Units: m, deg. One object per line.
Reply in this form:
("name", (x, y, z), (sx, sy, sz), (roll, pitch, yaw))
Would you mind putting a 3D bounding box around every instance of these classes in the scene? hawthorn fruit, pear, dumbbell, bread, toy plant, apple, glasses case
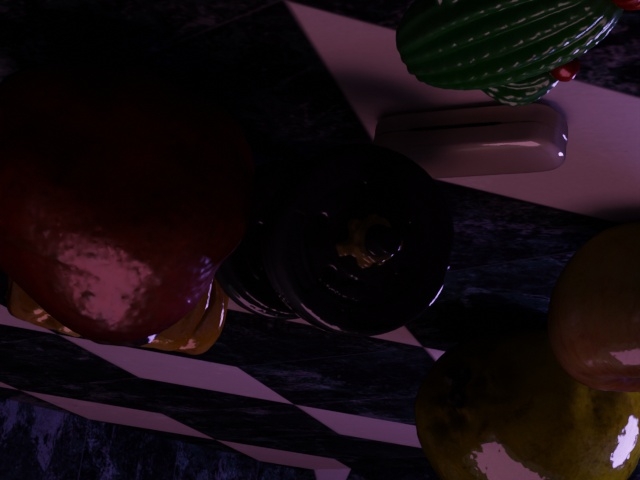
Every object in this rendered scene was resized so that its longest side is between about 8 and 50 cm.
("hawthorn fruit", (-0.220, -0.060, 1.131), (0.307, 0.265, 0.265), (33, 152, -21))
("pear", (0.338, 0.299, 1.902), (0.413, 0.352, 0.352), (10, 164, -42))
("dumbbell", (0.000, 0.000, 1.226), (0.185, 0.185, 0.388), (13, 177, -19))
("bread", (-0.275, 0.054, 1.626), (0.294, 0.167, 0.132), (13, -176, -23))
("toy plant", (0.152, -0.181, 0.887), (0.155, 0.088, 0.240), (26, 150, -11))
("apple", (0.396, 0.084, 1.423), (0.261, 0.194, 0.261), (5, 164, 2))
("glasses case", (0.148, -0.097, 1.190), (0.196, 0.050, 0.083), (-2, 158, 25))
